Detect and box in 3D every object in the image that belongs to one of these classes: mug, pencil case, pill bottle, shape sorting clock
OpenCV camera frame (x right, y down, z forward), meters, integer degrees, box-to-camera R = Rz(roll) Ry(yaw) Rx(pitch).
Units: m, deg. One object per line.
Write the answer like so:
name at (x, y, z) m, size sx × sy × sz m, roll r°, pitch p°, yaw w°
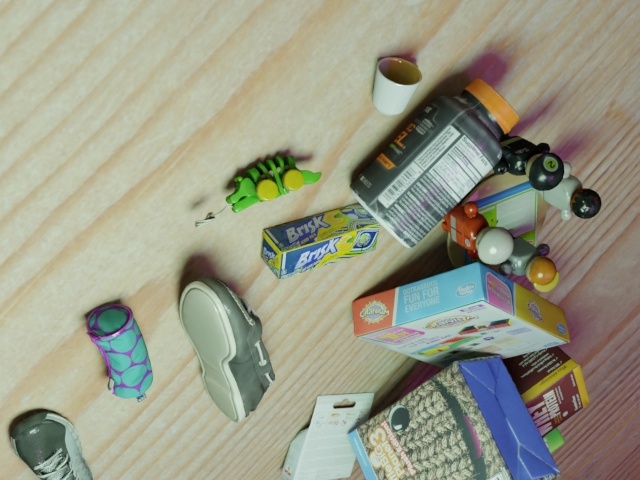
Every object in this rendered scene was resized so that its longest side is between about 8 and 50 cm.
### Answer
mug at (0.105, -0.204, 1.340) m, size 0.078 × 0.062 × 0.064 m, roll -8°, pitch 139°, yaw -25°
pencil case at (-0.275, 0.155, 1.362) m, size 0.070 × 0.064 × 0.151 m, roll -40°, pitch 144°, yaw -28°
pill bottle at (0.169, -0.116, 1.417) m, size 0.245 × 0.130 × 0.130 m, roll -45°, pitch 141°, yaw 5°
shape sorting clock at (0.299, -0.027, 1.676) m, size 0.206 × 0.040 × 0.206 m, roll -15°, pitch 122°, yaw -25°

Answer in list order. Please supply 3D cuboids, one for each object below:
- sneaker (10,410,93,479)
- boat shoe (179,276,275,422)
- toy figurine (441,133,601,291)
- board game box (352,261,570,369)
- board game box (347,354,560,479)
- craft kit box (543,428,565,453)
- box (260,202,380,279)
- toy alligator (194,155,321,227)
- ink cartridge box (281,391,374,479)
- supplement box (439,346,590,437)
sneaker at (-0.358, 0.346, 1.419) m, size 0.086 × 0.132 × 0.228 m, roll -31°, pitch 140°, yaw -12°
boat shoe at (-0.128, 0.143, 1.450) m, size 0.095 × 0.112 × 0.335 m, roll -42°, pitch 150°, yaw -27°
toy figurine at (0.323, -0.043, 1.558) m, size 0.209 × 0.148 × 0.213 m, roll 29°, pitch 96°, yaw -38°
board game box at (0.241, 0.138, 1.669) m, size 0.242 × 0.064 × 0.316 m, roll -20°, pitch 152°, yaw 31°
board game box at (0.225, 0.373, 1.732) m, size 0.141 × 0.232 × 0.291 m, roll 2°, pitch 145°, yaw -46°
craft kit box at (0.321, 0.416, 1.966) m, size 0.250 × 0.246 × 0.061 m, roll -35°, pitch 107°, yaw -9°
box at (0.000, 0.000, 1.444) m, size 0.169 × 0.059 × 0.054 m, roll -17°, pitch 135°, yaw -27°
toy alligator at (-0.088, -0.073, 1.315) m, size 0.190 × 0.056 × 0.051 m, roll -22°, pitch 96°, yaw -20°
ink cartridge box at (0.013, 0.355, 1.820) m, size 0.145 × 0.045 × 0.179 m, roll 4°, pitch 105°, yaw -41°
supplement box at (0.364, 0.268, 1.873) m, size 0.191 × 0.194 × 0.129 m, roll -34°, pitch 133°, yaw -8°
